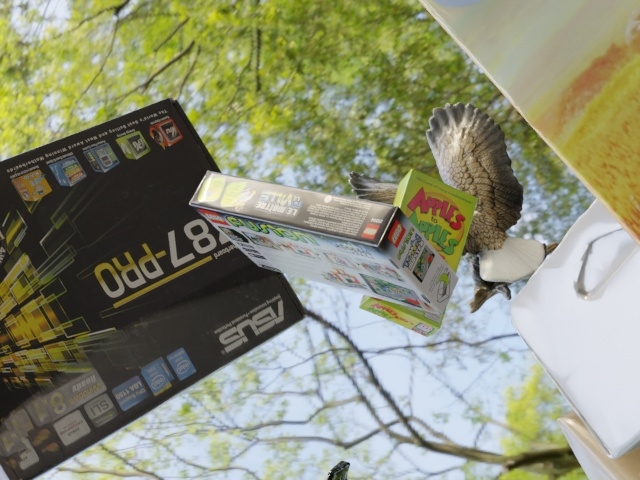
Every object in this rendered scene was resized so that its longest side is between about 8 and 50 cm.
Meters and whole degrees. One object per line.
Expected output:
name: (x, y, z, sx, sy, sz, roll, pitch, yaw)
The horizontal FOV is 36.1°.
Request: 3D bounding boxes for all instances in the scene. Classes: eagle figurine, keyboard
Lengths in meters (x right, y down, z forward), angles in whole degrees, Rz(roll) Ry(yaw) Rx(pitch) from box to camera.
eagle figurine: (0.211, -0.043, 1.526, 0.298, 0.225, 0.226, 57, -148, -7)
keyboard: (-0.002, 0.415, 1.439, 0.100, 0.038, 0.192, 2, -76, -68)

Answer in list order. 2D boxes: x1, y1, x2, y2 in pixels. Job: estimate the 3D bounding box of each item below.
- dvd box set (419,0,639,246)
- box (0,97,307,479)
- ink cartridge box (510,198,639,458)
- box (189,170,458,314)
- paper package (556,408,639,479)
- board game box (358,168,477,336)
dvd box set: (0.197, -0.161, 0.416, 0.420, 0.307, 0.062, 52, -152, 13)
box: (-0.253, 0.046, 1.090, 0.394, 0.097, 0.318, -27, -96, -36)
ink cartridge box: (0.403, -0.001, 0.860, 0.394, 0.285, 0.166, -17, -120, -30)
box: (0.000, 0.000, 0.808, 0.114, 0.207, 0.036, 46, -115, -46)
paper package: (0.542, 0.391, 1.456, 0.168, 0.325, 0.309, -35, -53, -3)
board game box: (0.119, 0.014, 1.180, 0.092, 0.043, 0.181, 23, -115, -7)
